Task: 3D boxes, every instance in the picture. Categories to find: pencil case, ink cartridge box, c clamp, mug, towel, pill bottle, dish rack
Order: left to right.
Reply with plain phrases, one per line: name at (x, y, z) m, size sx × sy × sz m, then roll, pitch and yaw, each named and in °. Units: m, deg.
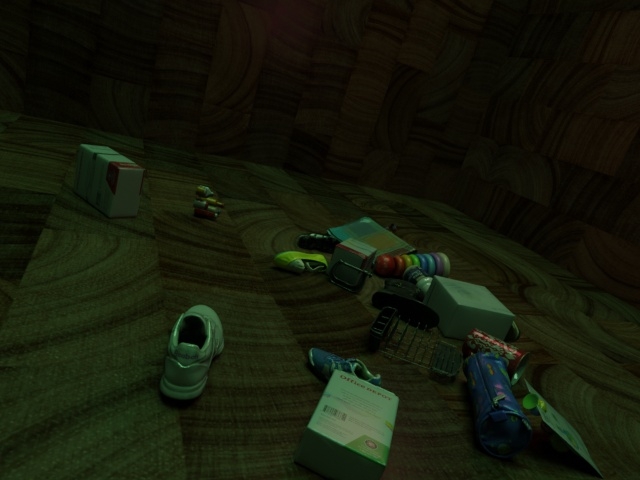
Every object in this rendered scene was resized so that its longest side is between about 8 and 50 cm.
ink cartridge box at (-0.802, -0.227, 1.652) m, size 0.273 × 0.197 × 0.114 m, roll 28°, pitch 20°, yaw 29°
ink cartridge box at (0.061, 0.371, 0.872) m, size 0.154 × 0.093 × 0.212 m, roll 22°, pitch 20°, yaw 10°
c clamp at (0.114, 0.117, 1.604) m, size 0.161 × 0.137 × 0.022 m, roll 18°, pitch 0°, yaw 18°
ink cartridge box at (0.125, 0.081, 1.711) m, size 0.127 × 0.128 × 0.176 m, roll 23°, pitch 19°, yaw 17°
towel at (0.235, 0.000, 2.065) m, size 0.272 × 0.040 × 0.370 m, roll -18°, pitch 35°, yaw -29°
dish rack at (0.286, 0.300, 1.293) m, size 0.272 × 0.074 × 0.208 m, roll 18°, pitch 18°, yaw 17°
pill bottle at (0.406, 0.175, 1.748) m, size 0.094 × 0.094 × 0.169 m, roll 10°, pitch 19°, yaw -21°
mug at (0.521, 0.349, 1.331) m, size 0.150 × 0.113 × 0.169 m, roll 0°, pitch 22°, yaw -47°
pencil case at (0.431, 0.391, 1.094) m, size 0.119 × 0.133 × 0.306 m, roll -13°, pitch 12°, yaw 15°

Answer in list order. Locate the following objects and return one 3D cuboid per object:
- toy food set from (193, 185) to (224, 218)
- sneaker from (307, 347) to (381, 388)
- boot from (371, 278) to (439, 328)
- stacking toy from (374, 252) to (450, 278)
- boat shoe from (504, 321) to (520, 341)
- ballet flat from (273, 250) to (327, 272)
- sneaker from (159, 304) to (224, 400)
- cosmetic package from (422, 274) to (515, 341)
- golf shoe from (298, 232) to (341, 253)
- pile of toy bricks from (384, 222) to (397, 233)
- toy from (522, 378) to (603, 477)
toy food set at (-0.472, -0.157, 1.860) m, size 0.105 × 0.111 × 0.232 m, roll 15°, pitch -13°, yaw -9°
sneaker at (0.061, 0.313, 1.058) m, size 0.211 × 0.081 × 0.080 m, roll 26°, pitch 22°, yaw 29°
boot at (0.326, 0.209, 1.585) m, size 0.263 × 0.091 × 0.229 m, roll 23°, pitch 20°, yaw 23°
stacking toy at (0.383, 0.110, 1.884) m, size 0.330 × 0.141 × 0.141 m, roll 5°, pitch 21°, yaw -18°
boat shoe at (0.677, 0.297, 1.651) m, size 0.095 × 0.095 × 0.257 m, roll 17°, pitch 17°, yaw -20°
ballet flat at (-0.065, 0.086, 1.625) m, size 0.231 × 0.077 × 0.077 m, roll 4°, pitch 39°, yaw -41°
sneaker at (-0.265, 0.205, 0.963) m, size 0.114 × 0.152 × 0.305 m, roll 11°, pitch 18°, yaw -11°
cosmetic package at (0.524, 0.250, 1.575) m, size 0.224 × 0.138 × 0.224 m, roll 13°, pitch 20°, yaw -13°
golf shoe at (0.000, 0.000, 1.918) m, size 0.198 × 0.077 × 0.094 m, roll 13°, pitch 19°, yaw -18°
pile of toy bricks at (0.355, -0.014, 2.273) m, size 0.105 × 0.118 × 0.212 m, roll 57°, pitch 13°, yaw 3°
toy at (0.571, 0.463, 1.066) m, size 0.237 × 0.056 × 0.137 m, roll 47°, pitch 20°, yaw -14°
